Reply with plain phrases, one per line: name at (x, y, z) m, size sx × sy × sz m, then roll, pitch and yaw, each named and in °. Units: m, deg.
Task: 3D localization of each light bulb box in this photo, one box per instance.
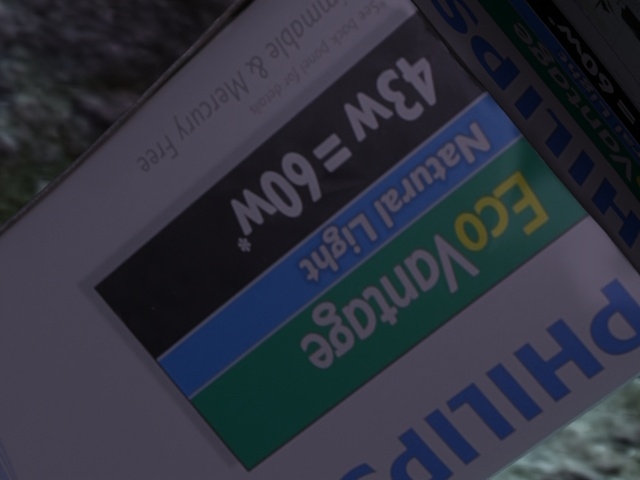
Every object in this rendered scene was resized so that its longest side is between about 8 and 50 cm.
light bulb box at (0.000, 0.000, 0.857) m, size 0.358 × 0.361 × 0.225 m, roll -39°, pitch 94°, yaw 23°
